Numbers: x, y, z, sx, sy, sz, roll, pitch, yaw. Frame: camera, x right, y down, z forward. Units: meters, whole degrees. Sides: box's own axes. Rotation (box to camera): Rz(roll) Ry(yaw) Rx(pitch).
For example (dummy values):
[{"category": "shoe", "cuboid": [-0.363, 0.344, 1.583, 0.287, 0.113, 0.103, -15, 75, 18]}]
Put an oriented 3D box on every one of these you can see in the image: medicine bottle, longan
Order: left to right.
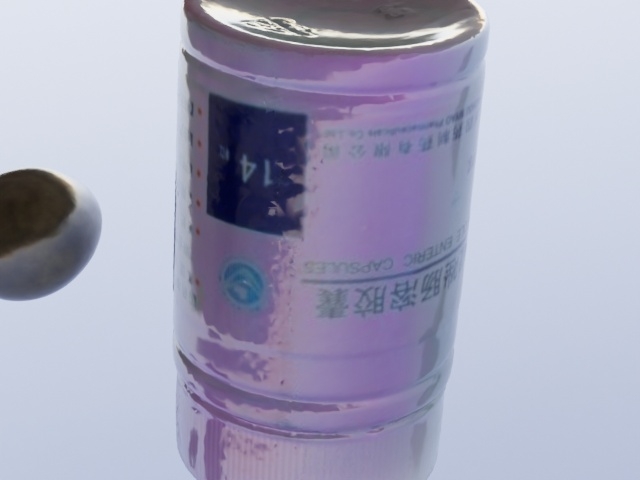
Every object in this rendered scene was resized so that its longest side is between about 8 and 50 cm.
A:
[{"category": "longan", "cuboid": [-0.356, -0.007, 1.785, 0.185, 0.159, 0.204, -23, 177, -18]}, {"category": "medicine bottle", "cuboid": [0.000, 0.000, 0.757, 0.152, 0.254, 0.152, 2, -155, -1]}]
